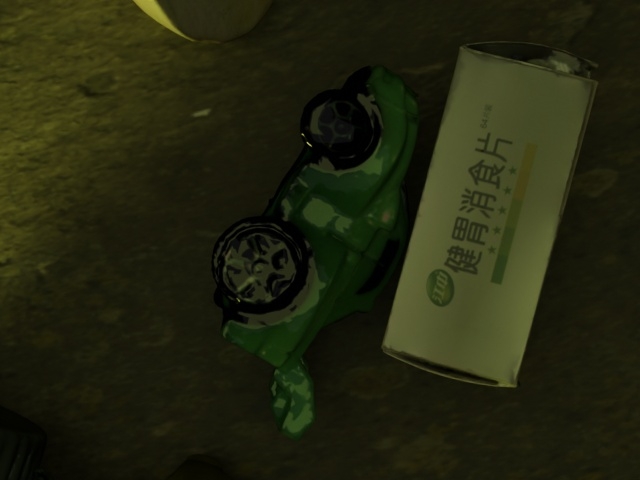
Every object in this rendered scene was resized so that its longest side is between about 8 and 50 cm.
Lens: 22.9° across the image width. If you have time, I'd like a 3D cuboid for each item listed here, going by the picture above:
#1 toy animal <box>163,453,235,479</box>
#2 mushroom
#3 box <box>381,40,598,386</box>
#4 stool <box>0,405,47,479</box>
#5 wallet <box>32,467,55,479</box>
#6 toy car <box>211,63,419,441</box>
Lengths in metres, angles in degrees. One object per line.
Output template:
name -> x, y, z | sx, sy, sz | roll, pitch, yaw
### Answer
toy animal -> -0.083, 0.401, 1.601 | 0.180, 0.181, 0.363 | -29, 78, -32
mushroom -> -0.144, -0.311, 1.667 | 0.162, 0.173, 0.236 | 21, 46, 41
box -> 0.173, -0.026, 1.594 | 0.145, 0.173, 0.333 | 15, 90, 5
stool -> -0.447, 0.308, 1.594 | 0.297, 0.297, 0.330 | 21, 86, 5
wallet -> -0.246, 0.359, 1.594 | 0.055, 0.160, 0.236 | -17, 131, -29
toy car -> 0.000, 0.000, 1.593 | 0.176, 0.213, 0.358 | 33, 90, -3
